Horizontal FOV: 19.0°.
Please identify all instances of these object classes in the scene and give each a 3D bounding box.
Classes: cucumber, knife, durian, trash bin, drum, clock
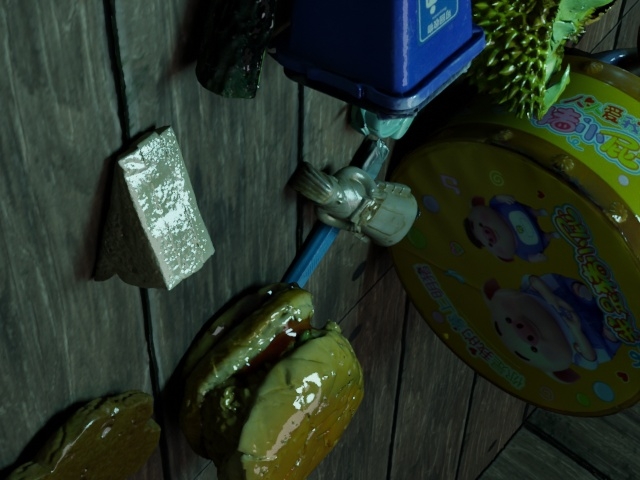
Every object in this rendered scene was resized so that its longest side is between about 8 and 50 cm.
[{"bbox_3d":[-0.066,-0.229,1.664,0.078,0.062,0.211,-86,-173,-53],"label":"cucumber"},{"bbox_3d":[-0.002,-0.001,2.250,0.296,0.026,0.044,-56,159,11],"label":"knife"},{"bbox_3d":[0.234,-0.260,2.150,0.200,0.176,0.237,-24,140,-40],"label":"durian"},{"bbox_3d":[0.048,-0.251,1.757,0.162,0.184,0.234,-43,146,-39],"label":"trash bin"},{"bbox_3d":[0.299,-0.008,2.362,0.214,0.431,0.431,-41,157,-34],"label":"drum"},{"bbox_3d":[0.074,-0.158,2.137,0.135,0.041,0.101,-16,137,-62],"label":"clock"}]

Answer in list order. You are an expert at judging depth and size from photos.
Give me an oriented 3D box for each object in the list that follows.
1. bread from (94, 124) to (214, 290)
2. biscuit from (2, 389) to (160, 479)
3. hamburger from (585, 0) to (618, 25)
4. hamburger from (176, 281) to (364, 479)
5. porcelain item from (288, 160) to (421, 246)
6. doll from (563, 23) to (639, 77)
[{"bbox_3d":[-0.173,-0.033,1.780,0.077,0.105,0.152,-39,124,-39],"label":"bread"},{"bbox_3d":[-0.262,0.245,2.003,0.290,0.041,0.208,-25,146,-58],"label":"biscuit"},{"bbox_3d":[0.344,-0.367,2.350,0.231,0.107,0.231,-48,164,-18],"label":"hamburger"},{"bbox_3d":[-0.052,0.181,2.197,0.244,0.163,0.244,-38,151,-26],"label":"hamburger"},{"bbox_3d":[0.038,-0.045,2.172,0.084,0.054,0.213,-57,150,7],"label":"porcelain item"},{"bbox_3d":[0.406,-0.184,2.483,0.209,0.340,0.318,-57,138,-42],"label":"doll"}]
